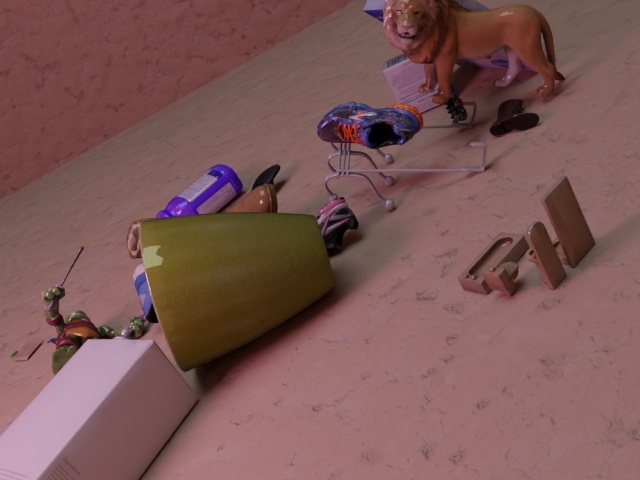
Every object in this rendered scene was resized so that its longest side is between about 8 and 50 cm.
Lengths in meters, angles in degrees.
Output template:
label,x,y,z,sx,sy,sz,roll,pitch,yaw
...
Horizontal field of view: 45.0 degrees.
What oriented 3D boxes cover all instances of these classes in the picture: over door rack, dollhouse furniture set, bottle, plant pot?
label,x,y,z,sx,sy,sz,roll,pitch,yaw
over door rack,0.176,-0.169,1.592,0.325,0.108,0.239,-10,30,10
dollhouse furniture set,0.283,-0.007,1.139,0.144,0.123,0.151,-43,28,-23
bottle,-0.331,-0.081,1.979,0.283,0.092,0.118,-43,27,-23
plant pot,-0.133,0.058,1.364,0.294,0.274,0.274,-16,26,-3

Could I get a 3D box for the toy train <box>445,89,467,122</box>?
label,x,y,z,sx,sy,sz,roll,pitch,yaw
toy train,0.277,-0.281,1.600,0.036,0.027,0.158,-10,29,3

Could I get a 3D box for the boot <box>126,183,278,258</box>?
label,x,y,z,sx,sy,sz,roll,pitch,yaw
boot,-0.244,-0.033,1.601,0.270,0.089,0.236,-5,-26,-28

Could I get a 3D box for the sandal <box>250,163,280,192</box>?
label,x,y,z,sx,sy,sz,roll,pitch,yaw
sandal,-0.144,-0.112,1.904,0.067,0.040,0.179,-9,47,48

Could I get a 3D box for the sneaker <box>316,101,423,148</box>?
label,x,y,z,sx,sy,sz,roll,pitch,yaw
sneaker,0.089,-0.224,1.541,0.221,0.083,0.087,-2,37,28

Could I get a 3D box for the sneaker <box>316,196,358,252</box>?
label,x,y,z,sx,sy,sz,roll,pitch,yaw
sneaker,0.000,0.000,1.503,0.178,0.077,0.072,-45,-13,19

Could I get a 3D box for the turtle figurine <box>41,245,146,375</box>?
label,x,y,z,sx,sy,sz,roll,pitch,yaw
turtle figurine,-0.465,0.160,1.581,0.275,0.197,0.266,-36,30,-1

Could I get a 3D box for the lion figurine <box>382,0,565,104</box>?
label,x,y,z,sx,sy,sz,roll,pitch,yaw
lion figurine,0.315,-0.407,1.547,0.393,0.240,0.142,-8,30,-9

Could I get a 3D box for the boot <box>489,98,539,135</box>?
label,x,y,z,sx,sy,sz,roll,pitch,yaw
boot,0.402,-0.260,1.570,0.107,0.037,0.114,-10,29,34

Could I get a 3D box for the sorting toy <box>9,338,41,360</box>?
label,x,y,z,sx,sy,sz,roll,pitch,yaw
sorting toy,-0.716,0.267,1.872,0.083,0.012,0.062,-8,39,33

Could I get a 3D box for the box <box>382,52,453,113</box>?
label,x,y,z,sx,sy,sz,roll,pitch,yaw
box,0.235,-0.382,1.845,0.126,0.137,0.072,-21,26,20

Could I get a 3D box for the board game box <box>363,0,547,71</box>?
label,x,y,z,sx,sy,sz,roll,pitch,yaw
board game box,0.305,-0.485,1.772,0.319,0.318,0.065,31,99,62

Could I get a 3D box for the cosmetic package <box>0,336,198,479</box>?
label,x,y,z,sx,sy,sz,roll,pitch,yaw
cosmetic package,-0.393,0.334,1.236,0.197,0.155,0.365,-5,36,42

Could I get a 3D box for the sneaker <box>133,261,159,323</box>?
label,x,y,z,sx,sy,sz,roll,pitch,yaw
sneaker,-0.237,0.077,1.566,0.330,0.130,0.147,-29,59,27
